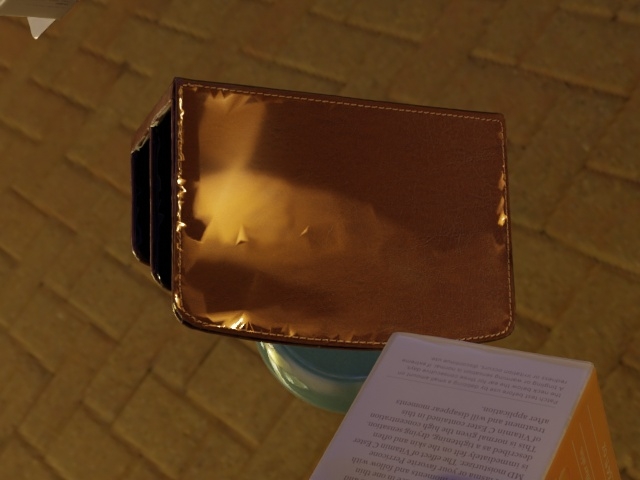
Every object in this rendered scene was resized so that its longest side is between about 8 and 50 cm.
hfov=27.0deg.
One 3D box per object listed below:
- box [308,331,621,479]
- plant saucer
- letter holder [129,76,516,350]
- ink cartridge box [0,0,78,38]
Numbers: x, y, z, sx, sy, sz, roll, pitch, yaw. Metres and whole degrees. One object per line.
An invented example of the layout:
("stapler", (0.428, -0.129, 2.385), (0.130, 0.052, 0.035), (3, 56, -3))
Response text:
("box", (0.078, 0.267, 0.939), (0.168, 0.215, 0.345), (7, 47, 31))
("plant saucer", (0.054, 0.062, 1.698), (0.318, 0.044, 0.317), (-5, 69, 14))
("letter holder", (0.000, 0.000, 1.150), (0.152, 0.302, 0.214), (145, 125, -64))
("ink cartridge box", (-0.201, -0.231, 0.965), (0.180, 0.060, 0.104), (-32, 71, 44))
